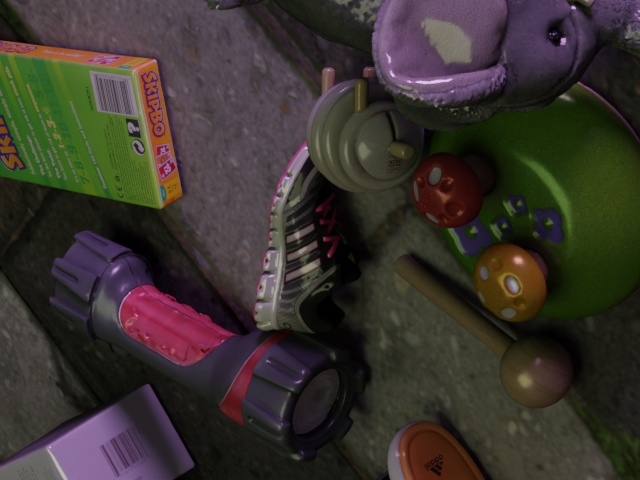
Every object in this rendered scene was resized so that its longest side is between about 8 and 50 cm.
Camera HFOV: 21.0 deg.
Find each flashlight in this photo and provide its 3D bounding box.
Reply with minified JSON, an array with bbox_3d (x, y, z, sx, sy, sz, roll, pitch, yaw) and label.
[{"bbox_3d":[-0.104,0.077,1.447,0.304,0.103,0.103,28,168,35],"label":"flashlight"}]

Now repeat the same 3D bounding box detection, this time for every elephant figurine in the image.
[{"bbox_3d":[0.088,-0.137,1.070,0.239,0.169,0.186,54,133,11],"label":"elephant figurine"}]

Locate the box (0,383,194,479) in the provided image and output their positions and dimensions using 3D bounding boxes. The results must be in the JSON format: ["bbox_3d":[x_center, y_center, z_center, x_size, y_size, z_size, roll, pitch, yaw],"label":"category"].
[{"bbox_3d":[-0.226,0.219,1.618,0.170,0.130,0.091,-27,93,50],"label":"box"}]

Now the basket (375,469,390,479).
[{"bbox_3d":[0.033,0.308,1.402,0.227,0.154,0.204,-40,44,55],"label":"basket"}]

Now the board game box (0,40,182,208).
[{"bbox_3d":[-0.229,-0.106,1.501,0.259,0.039,0.124,10,120,38],"label":"board game box"}]

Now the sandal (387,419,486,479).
[{"bbox_3d":[0.143,0.247,1.299,0.265,0.102,0.076,57,141,5],"label":"sandal"}]

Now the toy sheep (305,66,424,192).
[{"bbox_3d":[0.033,-0.076,1.225,0.132,0.091,0.091,-146,38,-68],"label":"toy sheep"}]

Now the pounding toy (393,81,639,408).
[{"bbox_3d":[0.117,0.006,1.174,0.183,0.110,0.237,39,135,21],"label":"pounding toy"}]

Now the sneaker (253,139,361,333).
[{"bbox_3d":[0.000,0.000,1.324,0.074,0.063,0.170,17,114,13],"label":"sneaker"}]
